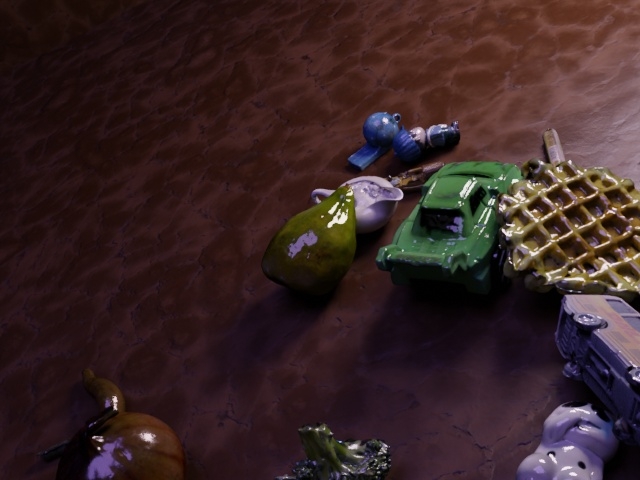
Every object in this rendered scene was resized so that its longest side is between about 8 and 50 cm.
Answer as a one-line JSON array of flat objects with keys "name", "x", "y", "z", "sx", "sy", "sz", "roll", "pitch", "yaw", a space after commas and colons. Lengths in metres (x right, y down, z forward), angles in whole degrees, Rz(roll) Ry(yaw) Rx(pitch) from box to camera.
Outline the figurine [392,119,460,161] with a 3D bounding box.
[{"name": "figurine", "x": 0.233, "y": -0.223, "z": 1.819, "sx": 0.149, "sy": 0.086, "sz": 0.087, "roll": -9, "pitch": 82, "yaw": 6}]

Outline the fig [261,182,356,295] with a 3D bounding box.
[{"name": "fig", "x": -0.003, "y": 0.015, "z": 1.627, "sx": 0.233, "sy": 0.167, "sz": 0.167, "roll": -35, "pitch": 38, "yaw": -21}]

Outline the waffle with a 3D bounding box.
[{"name": "waffle", "x": 0.453, "y": -0.016, "z": 1.401, "sx": 0.317, "sy": 0.073, "sz": 0.297, "roll": 13, "pitch": 53, "yaw": 6}]

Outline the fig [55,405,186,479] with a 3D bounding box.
[{"name": "fig", "x": -0.347, "y": 0.397, "z": 1.384, "sx": 0.235, "sy": 0.214, "sz": 0.235, "roll": -14, "pitch": 64, "yaw": 31}]

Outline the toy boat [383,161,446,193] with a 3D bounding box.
[{"name": "toy boat", "x": 0.203, "y": -0.134, "z": 1.749, "sx": 0.149, "sy": 0.049, "sz": 0.047, "roll": -12, "pitch": 42, "yaw": 20}]

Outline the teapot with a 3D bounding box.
[{"name": "teapot", "x": 0.081, "y": -0.073, "z": 1.718, "sx": 0.226, "sy": 0.092, "sz": 0.145, "roll": 5, "pitch": 47, "yaw": 31}]

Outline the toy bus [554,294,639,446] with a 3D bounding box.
[{"name": "toy bus", "x": 0.439, "y": 0.185, "z": 1.142, "sx": 0.138, "sy": 0.097, "sz": 0.342, "roll": 1, "pitch": 21, "yaw": -12}]

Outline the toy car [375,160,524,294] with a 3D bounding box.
[{"name": "toy car", "x": 0.250, "y": -0.029, "z": 1.506, "sx": 0.213, "sy": 0.176, "sz": 0.358, "roll": 6, "pitch": 50, "yaw": 34}]

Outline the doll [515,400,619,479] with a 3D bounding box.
[{"name": "doll", "x": 0.348, "y": 0.300, "z": 1.141, "sx": 0.110, "sy": 0.107, "sz": 0.180, "roll": 18, "pitch": 58, "yaw": 30}]

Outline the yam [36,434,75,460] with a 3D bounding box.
[{"name": "yam", "x": -0.491, "y": 0.400, "z": 1.601, "sx": 0.129, "sy": 0.033, "sz": 0.027, "roll": -26, "pitch": 66, "yaw": 10}]

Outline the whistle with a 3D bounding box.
[{"name": "whistle", "x": 0.124, "y": -0.241, "z": 1.887, "sx": 0.158, "sy": 0.090, "sz": 0.090, "roll": -38, "pitch": 40, "yaw": -13}]

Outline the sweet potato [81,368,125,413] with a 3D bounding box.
[{"name": "sweet potato", "x": -0.430, "y": 0.310, "z": 1.639, "sx": 0.069, "sy": 0.059, "sz": 0.249, "roll": -46, "pitch": 36, "yaw": -2}]

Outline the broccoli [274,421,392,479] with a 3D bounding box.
[{"name": "broccoli", "x": 0.017, "y": 0.345, "z": 1.254, "sx": 0.167, "sy": 0.160, "sz": 0.154, "roll": -13, "pitch": 13, "yaw": 35}]

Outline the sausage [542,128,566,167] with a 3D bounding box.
[{"name": "sausage", "x": 0.468, "y": -0.140, "z": 1.610, "sx": 0.033, "sy": 0.033, "sz": 0.269, "roll": -15, "pitch": 41, "yaw": 16}]
